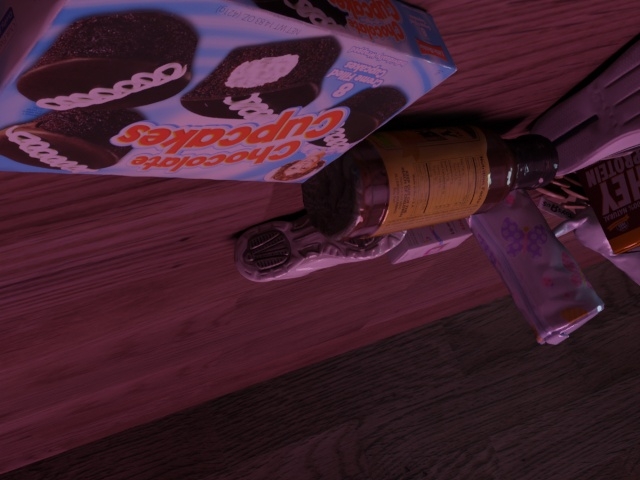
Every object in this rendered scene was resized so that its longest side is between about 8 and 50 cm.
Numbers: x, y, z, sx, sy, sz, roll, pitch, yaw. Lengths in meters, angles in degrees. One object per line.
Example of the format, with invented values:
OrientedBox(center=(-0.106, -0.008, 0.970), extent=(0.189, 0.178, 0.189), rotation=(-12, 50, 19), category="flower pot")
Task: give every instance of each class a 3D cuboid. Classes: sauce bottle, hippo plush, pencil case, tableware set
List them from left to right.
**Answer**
OrientedBox(center=(0.141, -0.075, 0.803), extent=(0.344, 0.111, 0.111), rotation=(-11, 162, -38), category="sauce bottle")
OrientedBox(center=(0.313, 0.021, 1.076), extent=(0.113, 0.273, 0.124), rotation=(-40, 164, 35), category="pencil case")
OrientedBox(center=(0.360, -0.096, 1.061), extent=(0.194, 0.128, 0.039), rotation=(-3, 124, -49), category="tableware set")
OrientedBox(center=(0.601, -0.085, 1.331), extent=(0.294, 0.234, 0.236), rotation=(27, 125, -13), category="hippo plush")

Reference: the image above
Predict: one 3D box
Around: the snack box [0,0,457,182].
OrientedBox(center=(-0.067, -0.111, 0.487), extent=(0.187, 0.060, 0.322), rotation=(-32, 162, 37), category="snack box")

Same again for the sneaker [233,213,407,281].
OrientedBox(center=(0.000, 0.000, 0.953), extent=(0.232, 0.090, 0.115), rotation=(-11, 171, -3), category="sneaker")

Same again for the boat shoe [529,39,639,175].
OrientedBox(center=(0.396, -0.177, 0.829), extent=(0.119, 0.121, 0.335), rotation=(-21, 178, -33), category="boat shoe")

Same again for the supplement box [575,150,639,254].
OrientedBox(center=(0.482, -0.093, 1.045), extent=(0.129, 0.191, 0.194), rotation=(-30, 163, 34), category="supplement box")

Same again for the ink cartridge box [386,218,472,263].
OrientedBox(center=(0.146, -0.026, 1.023), extent=(0.122, 0.088, 0.052), rotation=(-13, 160, -30), category="ink cartridge box")
